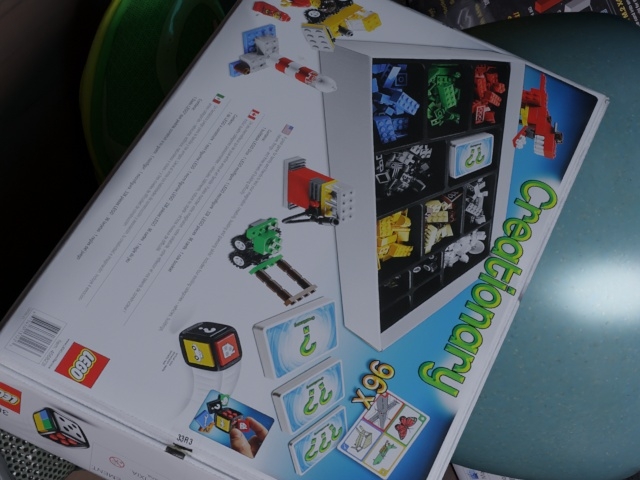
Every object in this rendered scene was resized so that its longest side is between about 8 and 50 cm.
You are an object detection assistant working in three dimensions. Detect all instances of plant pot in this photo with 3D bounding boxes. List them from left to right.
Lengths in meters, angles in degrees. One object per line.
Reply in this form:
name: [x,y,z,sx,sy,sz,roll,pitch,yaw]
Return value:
plant pot: [0.073,0.005,0.974,0.195,0.290,0.290,0,82,-23]

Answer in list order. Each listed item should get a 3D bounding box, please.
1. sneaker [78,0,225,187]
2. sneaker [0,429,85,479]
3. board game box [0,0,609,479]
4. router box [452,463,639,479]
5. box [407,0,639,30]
sneaker: [-0.050,-0.006,0.885,0.109,0.123,0.295,-5,87,-57]
sneaker: [-0.148,0.108,0.750,0.227,0.087,0.130,-4,88,-54]
board game box: [0.000,0.000,0.761,0.305,0.193,0.053,-59,172,-40]
router box: [0.234,0.180,1.313,0.301,0.082,0.335,-52,126,-48]
box: [0.222,-0.092,1.137,0.076,0.242,0.307,3,62,-56]
